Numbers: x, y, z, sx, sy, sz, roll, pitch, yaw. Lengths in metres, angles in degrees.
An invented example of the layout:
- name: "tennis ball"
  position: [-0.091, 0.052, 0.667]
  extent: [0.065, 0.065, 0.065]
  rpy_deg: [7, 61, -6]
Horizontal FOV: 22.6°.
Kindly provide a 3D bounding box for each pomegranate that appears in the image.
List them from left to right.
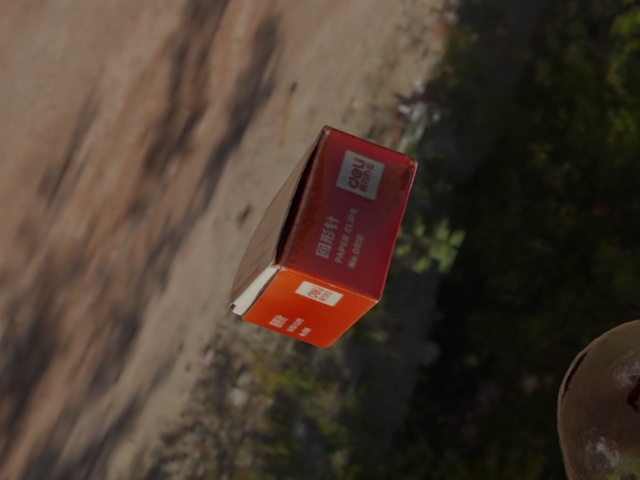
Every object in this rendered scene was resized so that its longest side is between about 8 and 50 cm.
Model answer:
- name: "pomegranate"
  position: [0.219, 0.115, 0.992]
  extent: [0.148, 0.148, 0.169]
  rpy_deg: [-67, 168, 5]

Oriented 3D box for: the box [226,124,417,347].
- name: "box"
  position: [0.000, 0.000, 1.319]
  extent: [0.182, 0.099, 0.133]
  rpy_deg: [132, -22, -71]
